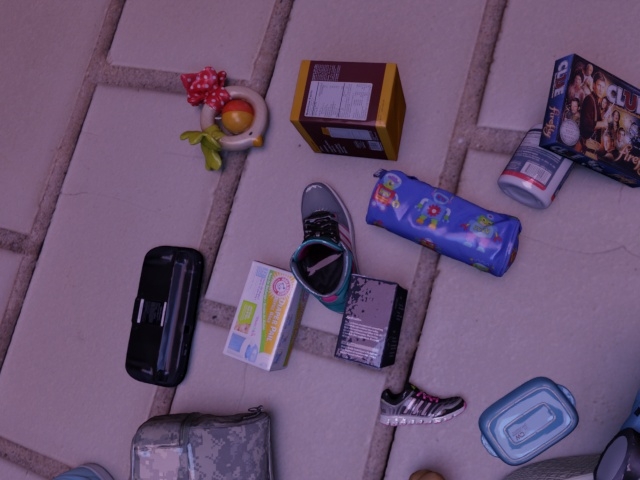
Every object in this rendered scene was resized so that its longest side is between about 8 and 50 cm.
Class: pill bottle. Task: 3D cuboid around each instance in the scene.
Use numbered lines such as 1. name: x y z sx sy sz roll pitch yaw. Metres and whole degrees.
1. pill bottle: 0.432 -0.161 0.954 0.107 0.108 0.180 32 89 19

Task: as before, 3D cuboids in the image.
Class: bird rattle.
1. bird rattle: -0.223 -0.293 1.184 0.206 0.143 0.254 0 66 4

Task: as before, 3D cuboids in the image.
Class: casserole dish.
1. casserole dish: 0.381 0.333 0.912 0.188 0.037 0.114 -37 72 7

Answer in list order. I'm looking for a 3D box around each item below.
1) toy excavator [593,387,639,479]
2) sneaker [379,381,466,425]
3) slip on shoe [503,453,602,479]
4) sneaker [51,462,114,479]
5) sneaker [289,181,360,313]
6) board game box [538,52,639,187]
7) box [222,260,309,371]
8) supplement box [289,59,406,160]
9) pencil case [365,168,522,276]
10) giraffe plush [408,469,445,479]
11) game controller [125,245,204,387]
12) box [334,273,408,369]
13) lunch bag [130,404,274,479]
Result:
1. toy excavator: 0.613 0.191 0.744 0.222 0.445 0.433 28 114 20
2. sneaker: 0.190 0.308 0.956 0.170 0.063 0.075 -12 82 18
3. slip on shoe: 0.469 0.420 0.832 0.330 0.123 0.102 -11 81 9
4. sneaker: -0.441 0.622 1.031 0.365 0.150 0.135 29 89 19
5. sneaker: 0.000 0.000 1.008 0.123 0.178 0.296 -18 75 12
6. board game box: 0.514 -0.211 0.900 0.243 0.042 0.165 16 83 -21
7. box: -0.106 0.157 1.048 0.114 0.103 0.203 15 84 18
8. supplement box: 0.064 -0.265 1.034 0.193 0.191 0.129 9 82 17
9. pencil case: 0.239 -0.041 0.981 0.305 0.119 0.133 25 76 19
10. giraffe plush: 0.253 0.508 0.862 0.170 0.181 0.211 -2 67 -6
11. game controller: -0.363 0.170 1.151 0.166 0.067 0.320 2 79 31
12. box: 0.103 0.157 0.962 0.093 0.156 0.159 11 82 19
13. lunch bag: -0.213 0.488 0.962 0.255 0.212 0.306 -3 78 -6
